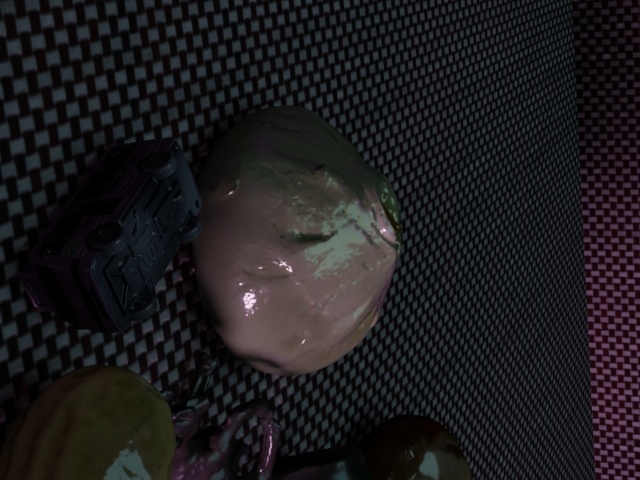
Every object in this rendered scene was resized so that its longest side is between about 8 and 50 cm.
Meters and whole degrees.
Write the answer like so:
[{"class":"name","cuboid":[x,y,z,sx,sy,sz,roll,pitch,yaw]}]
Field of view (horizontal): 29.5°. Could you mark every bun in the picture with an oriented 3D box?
[{"class":"bun","cuboid":[0.000,0.000,1.282,0.293,0.187,0.293,3,90,-67]}]

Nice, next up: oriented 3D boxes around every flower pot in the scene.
[{"class":"flower pot","cuboid":[0.000,0.289,1.345,0.157,0.157,0.107,-12,91,-64]}]

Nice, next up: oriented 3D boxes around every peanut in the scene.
[{"class":"peanut","cuboid":[-0.198,0.245,0.938,0.147,0.147,0.306,51,48,-53]}]

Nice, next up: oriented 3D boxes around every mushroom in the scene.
[{"class":"mushroom","cuboid":[0.137,0.350,1.586,0.267,0.254,0.267,-17,90,-85]}]

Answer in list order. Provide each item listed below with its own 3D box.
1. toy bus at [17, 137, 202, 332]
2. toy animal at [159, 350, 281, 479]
[{"class":"toy bus","cuboid":[-0.172,-0.005,1.028,0.178,0.098,0.087,-65,147,-46]},{"class":"toy animal","cuboid":[-0.113,0.214,1.199,0.148,0.084,0.233,-45,139,-32]}]
